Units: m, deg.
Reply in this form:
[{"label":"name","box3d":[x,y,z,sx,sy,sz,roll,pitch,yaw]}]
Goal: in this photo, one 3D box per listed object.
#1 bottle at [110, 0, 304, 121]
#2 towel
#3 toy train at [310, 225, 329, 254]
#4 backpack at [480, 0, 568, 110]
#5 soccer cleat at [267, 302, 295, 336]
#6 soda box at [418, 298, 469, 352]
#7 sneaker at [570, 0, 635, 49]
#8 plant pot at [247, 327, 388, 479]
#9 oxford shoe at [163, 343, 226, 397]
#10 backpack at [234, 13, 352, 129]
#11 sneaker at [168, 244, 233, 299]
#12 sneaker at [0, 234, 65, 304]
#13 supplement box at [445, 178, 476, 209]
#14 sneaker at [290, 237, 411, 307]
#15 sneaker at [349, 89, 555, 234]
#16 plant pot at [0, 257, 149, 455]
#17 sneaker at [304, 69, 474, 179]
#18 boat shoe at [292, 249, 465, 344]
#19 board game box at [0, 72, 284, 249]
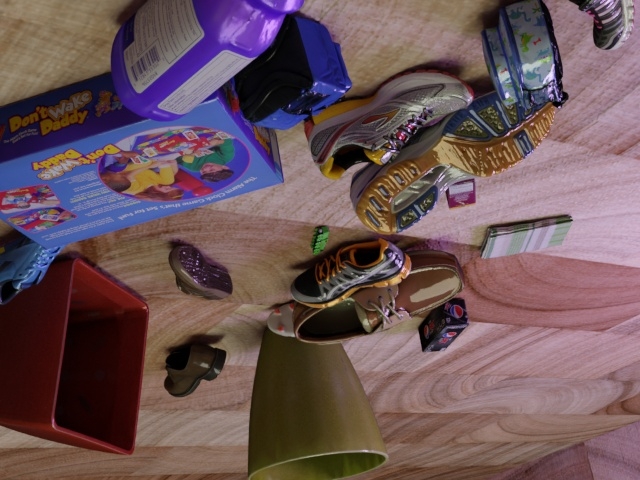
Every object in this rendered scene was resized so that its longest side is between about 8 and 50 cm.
[{"label":"bottle","box3d":[-0.096,-0.226,0.967,0.092,0.118,0.283,14,146,-42]},{"label":"towel","box3d":[0.362,-0.007,1.753,0.152,0.023,0.113,-10,158,-4]},{"label":"toy train","box3d":[0.000,0.000,1.628,0.023,0.017,0.083,-15,158,-14]},{"label":"backpack","box3d":[0.230,-0.213,1.134,0.084,0.105,0.114,-14,153,9]},{"label":"soccer cleat","box3d":[-0.003,0.146,1.894,0.196,0.068,0.076,-13,162,3]},{"label":"soda box","box3d":[0.255,0.179,2.070,0.053,0.060,0.169,-2,156,-14]},{"label":"sneaker","box3d":[0.304,-0.271,1.090,0.075,0.063,0.170,-12,151,4]},{"label":"plant pot","box3d":[-0.024,0.311,1.968,0.275,0.293,0.275,-8,156,-3]},{"label":"oxford shoe","box3d":[-0.281,0.258,2.042,0.096,0.083,0.227,23,144,-20]},{"label":"backpack","box3d":[-0.032,-0.177,1.123,0.120,0.098,0.101,-29,153,35]},{"label":"sneaker","box3d":[-0.212,0.064,1.627,0.071,0.066,0.188,-16,155,17]},{"label":"sneaker","box3d":[-0.404,0.021,1.427,0.209,0.082,0.069,-35,144,26]},{"label":"supplement box","box3d":[0.203,-0.088,1.462,0.043,0.055,0.083,-12,155,5]},{"label":"sneaker","box3d":[0.042,0.047,1.688,0.215,0.084,0.083,-20,141,15]},{"label":"sneaker","box3d":[0.164,-0.129,1.324,0.296,0.131,0.112,-29,115,1]},{"label":"plant pot","box3d":[-0.457,0.200,1.633,0.235,0.267,0.267,-4,158,17]},{"label":"sneaker","box3d":[0.091,-0.141,1.255,0.225,0.093,0.088,-22,153,22]},{"label":"boat shoe","box3d":[0.097,0.116,1.745,0.324,0.120,0.122,-19,113,20]},{"label":"board game box","box3d":[-0.248,-0.104,1.225,0.347,0.078,0.233,-15,156,11]}]
